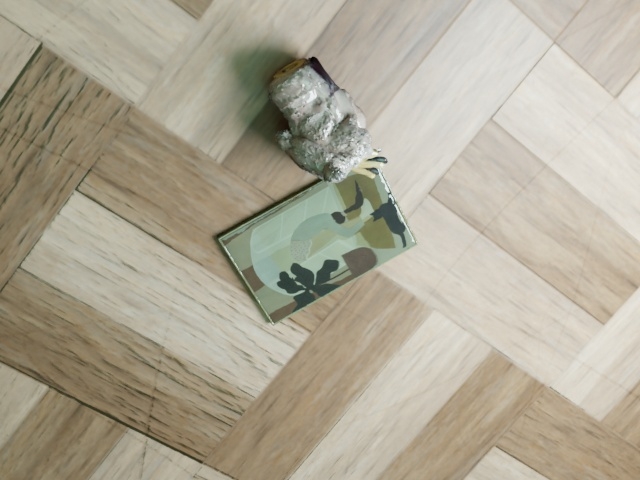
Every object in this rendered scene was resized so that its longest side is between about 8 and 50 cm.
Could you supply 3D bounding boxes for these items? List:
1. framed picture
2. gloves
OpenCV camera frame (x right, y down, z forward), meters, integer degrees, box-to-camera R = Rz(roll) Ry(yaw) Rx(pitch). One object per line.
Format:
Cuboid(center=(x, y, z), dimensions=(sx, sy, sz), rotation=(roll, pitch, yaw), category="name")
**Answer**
Cuboid(center=(0.000, 0.000, 1.065), dimensions=(0.201, 0.010, 0.136), rotation=(-29, 118, 0), category="framed picture")
Cuboid(center=(-0.001, -0.119, 0.963), dimensions=(0.094, 0.110, 0.144), rotation=(-27, 89, 8), category="gloves")
